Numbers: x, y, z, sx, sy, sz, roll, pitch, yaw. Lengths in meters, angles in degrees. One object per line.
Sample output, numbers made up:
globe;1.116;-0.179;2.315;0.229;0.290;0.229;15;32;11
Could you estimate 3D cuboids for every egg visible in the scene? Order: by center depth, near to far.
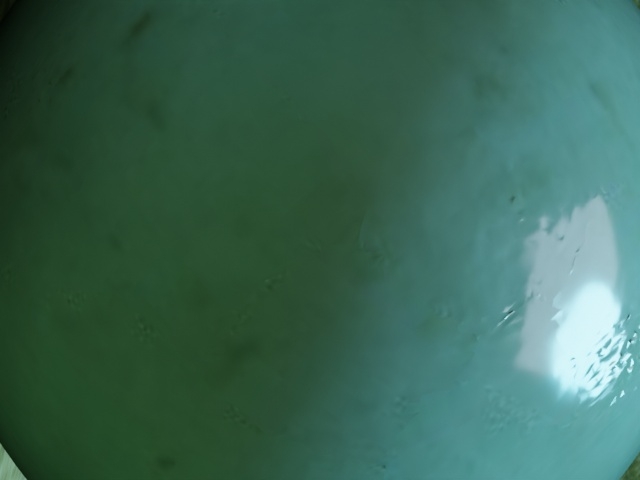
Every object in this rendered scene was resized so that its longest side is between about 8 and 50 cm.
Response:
egg;0.000;0.000;0.670;0.389;0.276;0.276;84;22;-83
